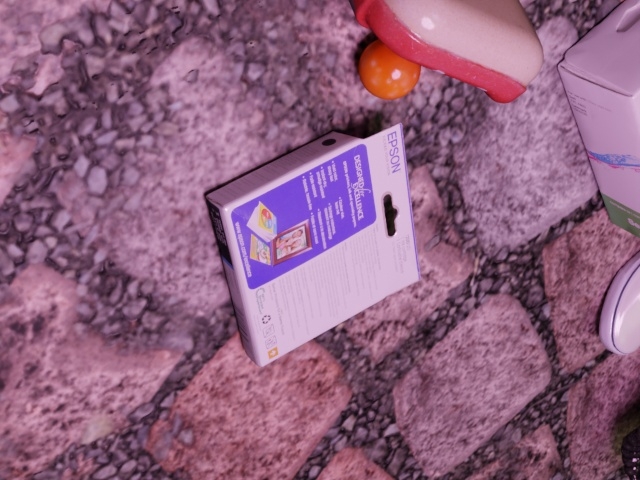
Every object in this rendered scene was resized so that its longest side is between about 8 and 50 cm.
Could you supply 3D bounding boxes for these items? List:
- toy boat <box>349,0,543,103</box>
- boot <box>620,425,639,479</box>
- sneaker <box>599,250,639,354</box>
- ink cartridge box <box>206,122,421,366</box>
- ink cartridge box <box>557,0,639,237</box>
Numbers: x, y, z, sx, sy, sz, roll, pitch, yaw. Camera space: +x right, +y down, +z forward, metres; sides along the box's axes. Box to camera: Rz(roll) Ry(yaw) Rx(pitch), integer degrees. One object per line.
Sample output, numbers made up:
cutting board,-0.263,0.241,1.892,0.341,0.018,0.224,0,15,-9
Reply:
toy boat,0.096,-0.189,1.015,0.231,0.151,0.151,13,138,-41
boot,0.568,0.199,1.513,0.260,0.131,0.348,-18,130,-29
sneaker,0.469,0.046,1.446,0.094,0.091,0.258,35,88,-28
ink cartridge box,0.000,0.000,1.099,0.208,0.045,0.206,-27,129,-21
ink cartridge box,0.417,-0.151,1.278,0.201,0.117,0.278,-41,133,-10
